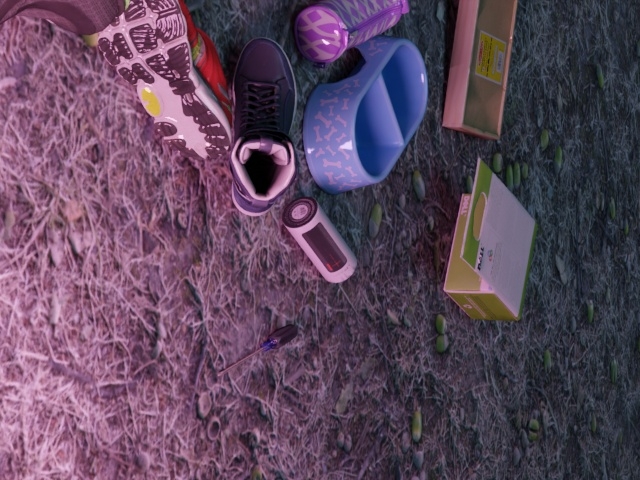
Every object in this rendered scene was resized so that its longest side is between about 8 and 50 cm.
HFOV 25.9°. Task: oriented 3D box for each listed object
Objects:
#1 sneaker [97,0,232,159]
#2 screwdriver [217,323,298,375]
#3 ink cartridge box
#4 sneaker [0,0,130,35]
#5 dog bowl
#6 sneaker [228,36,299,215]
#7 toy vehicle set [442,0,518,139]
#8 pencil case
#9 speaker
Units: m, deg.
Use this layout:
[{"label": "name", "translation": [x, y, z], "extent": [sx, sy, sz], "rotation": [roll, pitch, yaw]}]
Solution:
[{"label": "sneaker", "translation": [-0.175, -0.221, 1.598], "extent": [0.118, 0.107, 0.279], "rotation": [-81, 157, -46]}, {"label": "screwdriver", "translation": [-0.085, 0.144, 1.810], "extent": [0.170, 0.025, 0.024], "rotation": [-25, 112, -48]}, {"label": "ink cartridge box", "translation": [0.261, -0.001, 2.323], "extent": [0.255, 0.097, 0.188], "rotation": [42, 55, -50]}, {"label": "sneaker", "translation": [-0.362, -0.232, 1.220], "extent": [0.483, 0.185, 0.202], "rotation": [0, 108, -57]}, {"label": "dog bowl", "translation": [0.074, -0.189, 2.023], "extent": [0.297, 0.074, 0.166], "rotation": [-57, 136, -44]}, {"label": "sneaker", "translation": [-0.068, -0.148, 1.703], "extent": [0.163, 0.086, 0.226], "rotation": [145, -54, -85]}, {"label": "toy vehicle set", "translation": [0.276, -0.313, 2.378], "extent": [0.166, 0.035, 0.266], "rotation": [10, 88, -59]}, {"label": "pencil case", "translation": [0.042, -0.312, 1.956], "extent": [0.206, 0.088, 0.086], "rotation": [-42, 127, -53]}, {"label": "speaker", "translation": [0.000, 0.000, 1.913], "extent": [0.136, 0.055, 0.055], "rotation": [55, 45, -45]}]
